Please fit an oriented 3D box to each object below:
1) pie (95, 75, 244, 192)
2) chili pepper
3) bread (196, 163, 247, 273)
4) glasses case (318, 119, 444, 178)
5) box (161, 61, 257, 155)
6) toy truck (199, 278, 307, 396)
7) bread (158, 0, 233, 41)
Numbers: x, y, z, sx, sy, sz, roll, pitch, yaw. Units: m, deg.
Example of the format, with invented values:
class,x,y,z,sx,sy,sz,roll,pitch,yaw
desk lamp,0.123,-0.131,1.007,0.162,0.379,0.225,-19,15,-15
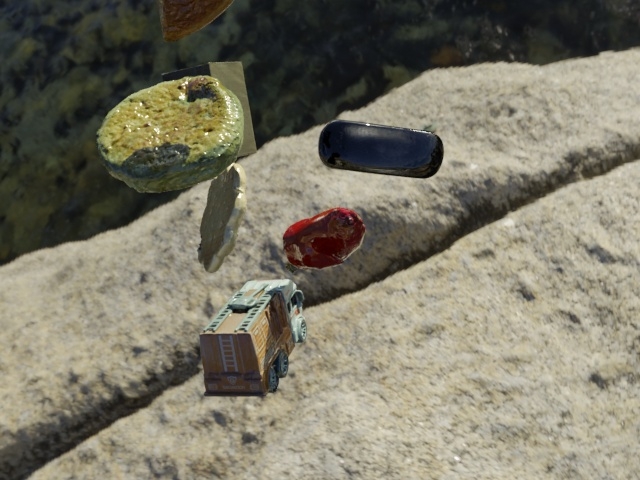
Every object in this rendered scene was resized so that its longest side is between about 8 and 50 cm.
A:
class,x,y,z,sx,sy,sz,roll,pitch,yaw
pie,-0.267,-0.193,1.282,0.276,0.079,0.277,-7,53,10
chili pepper,0.000,0.000,1.335,0.110,0.387,0.110,2,83,-17
bread,-0.265,-0.067,1.915,0.316,0.054,0.316,-43,40,51
glasses case,0.149,-0.221,1.720,0.314,0.075,0.122,5,100,-11
box,-0.274,-0.313,1.753,0.148,0.155,0.232,-4,102,28
toy truck,-0.129,0.177,1.404,0.136,0.305,0.162,-3,109,16
bread,-0.204,-0.413,1.177,0.135,0.154,0.054,-9,46,-14
